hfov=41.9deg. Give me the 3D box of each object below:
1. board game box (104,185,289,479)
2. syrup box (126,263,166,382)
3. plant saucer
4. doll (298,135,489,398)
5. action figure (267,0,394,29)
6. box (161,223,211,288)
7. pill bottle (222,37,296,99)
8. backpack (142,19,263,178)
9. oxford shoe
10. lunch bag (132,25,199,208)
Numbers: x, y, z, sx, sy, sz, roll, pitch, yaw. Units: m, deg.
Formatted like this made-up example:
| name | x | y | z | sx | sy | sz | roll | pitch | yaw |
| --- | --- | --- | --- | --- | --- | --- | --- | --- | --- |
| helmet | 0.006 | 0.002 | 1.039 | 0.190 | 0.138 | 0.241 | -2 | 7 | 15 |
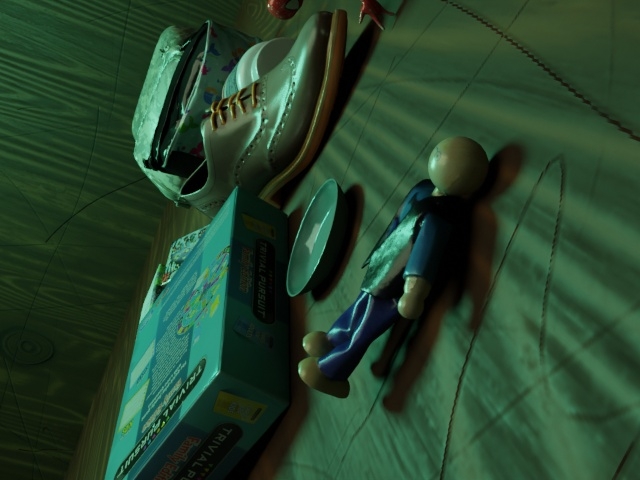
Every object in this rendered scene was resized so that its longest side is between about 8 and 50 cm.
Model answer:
| name | x | y | z | sx | sy | sz | roll | pitch | yaw |
| --- | --- | --- | --- | --- | --- | --- | --- | --- | --- |
| board game box | -0.133 | 0.130 | 0.930 | 0.254 | 0.079 | 0.336 | -52 | 22 | 26 |
| syrup box | -0.243 | 0.146 | 1.353 | 0.237 | 0.093 | 0.096 | -99 | 32 | -62 |
| plant saucer | 0.000 | 0.000 | 0.800 | 0.119 | 0.021 | 0.119 | -160 | 90 | -75 |
| doll | 0.051 | 0.017 | 0.542 | 0.189 | 0.046 | 0.129 | -58 | 9 | 21 |
| action figure | 0.058 | -0.325 | 0.914 | 0.280 | 0.139 | 0.091 | -50 | 8 | -12 |
| box | -0.192 | 0.021 | 1.343 | 0.137 | 0.027 | 0.094 | -24 | 42 | 31 |
| pill bottle | -0.072 | -0.219 | 1.174 | 0.180 | 0.108 | 0.108 | 164 | 124 | -73 |
| backpack | -0.167 | -0.219 | 1.356 | 0.225 | 0.191 | 0.254 | -161 | 83 | -73 |
| oxford shoe | -0.075 | -0.142 | 1.037 | 0.130 | 0.132 | 0.364 | -85 | 21 | -46 |
| lunch bag | -0.243 | -0.248 | 1.677 | 0.305 | 0.212 | 0.256 | -63 | 33 | 28 |
